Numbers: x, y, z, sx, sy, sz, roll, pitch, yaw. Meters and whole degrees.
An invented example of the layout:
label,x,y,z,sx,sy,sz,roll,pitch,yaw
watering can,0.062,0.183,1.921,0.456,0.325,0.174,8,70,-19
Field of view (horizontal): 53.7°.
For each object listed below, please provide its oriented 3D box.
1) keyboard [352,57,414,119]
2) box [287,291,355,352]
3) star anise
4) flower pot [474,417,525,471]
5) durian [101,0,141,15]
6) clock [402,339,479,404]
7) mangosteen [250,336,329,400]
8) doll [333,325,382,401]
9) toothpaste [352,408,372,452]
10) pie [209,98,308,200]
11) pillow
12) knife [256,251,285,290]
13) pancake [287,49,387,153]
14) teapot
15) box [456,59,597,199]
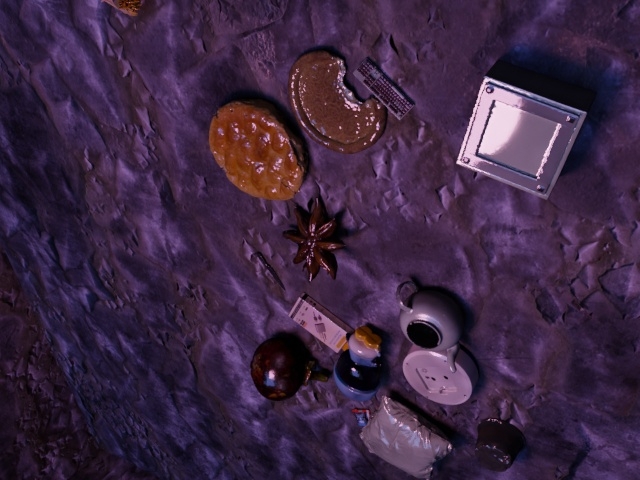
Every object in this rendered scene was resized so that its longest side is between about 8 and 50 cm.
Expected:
label,x,y,z,sx,sy,sz,roll,pitch,yaw
keyboard,0.154,-0.372,1.561,0.166,0.017,0.055,44,108,-2
box,0.009,0.291,2.183,0.247,0.033,0.129,36,135,7
star anise,0.000,0.000,1.924,0.272,0.102,0.272,11,106,43
flower pot,0.568,0.666,2.034,0.157,0.107,0.157,18,133,21
durian,-0.576,-0.701,1.753,0.182,0.132,0.165,2,113,47
clock,0.376,0.412,1.987,0.230,0.083,0.230,20,136,21
mangosteen,-0.111,0.467,2.300,0.289,0.231,0.231,2,131,-6
doll,0.133,0.426,2.126,0.177,0.141,0.314,39,135,30
toothpaste,0.180,0.714,2.391,0.071,0.045,0.193,-9,111,30
pie,-0.185,-0.263,1.858,0.339,0.083,0.339,21,134,24
pillow,0.301,0.694,2.218,0.310,0.138,0.283,30,135,16
knife,-0.169,0.107,2.182,0.023,0.010,0.170,-14,116,47
pancake,0.040,-0.358,1.657,0.286,0.033,0.288,6,126,32
teapot,0.321,0.242,1.857,0.294,0.129,0.193,49,135,-9
box,0.446,-0.244,1.400,0.225,0.117,0.225,25,134,17
